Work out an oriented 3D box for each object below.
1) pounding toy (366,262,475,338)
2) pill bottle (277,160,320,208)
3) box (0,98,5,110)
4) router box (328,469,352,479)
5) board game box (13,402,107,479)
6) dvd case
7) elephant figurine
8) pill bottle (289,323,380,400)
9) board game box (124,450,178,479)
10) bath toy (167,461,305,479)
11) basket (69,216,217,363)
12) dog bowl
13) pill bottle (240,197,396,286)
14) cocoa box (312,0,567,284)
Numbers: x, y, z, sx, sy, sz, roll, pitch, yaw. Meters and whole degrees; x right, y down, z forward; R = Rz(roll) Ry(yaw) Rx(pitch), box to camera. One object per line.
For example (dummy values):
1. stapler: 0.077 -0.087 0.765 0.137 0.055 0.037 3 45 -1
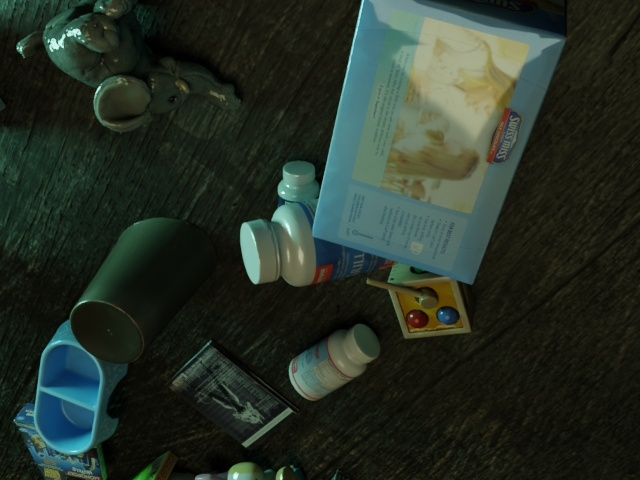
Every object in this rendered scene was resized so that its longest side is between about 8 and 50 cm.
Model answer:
1. pounding toy: 0.161 0.084 1.236 0.130 0.100 0.141 -9 119 22
2. pill bottle: -0.034 -0.060 1.226 0.067 0.067 0.120 9 124 12
3. box: -0.620 -0.245 1.255 0.091 0.130 0.171 -21 113 29
4. router box: 0.018 0.534 1.558 0.038 0.122 0.092 28 127 -6
5. board game box: -0.561 0.466 1.737 0.194 0.060 0.194 9 124 12
6. dvd case: -0.174 0.307 1.537 0.221 0.018 0.164 41 123 -9
7. elephant figurine: -0.271 -0.241 1.144 0.186 0.169 0.239 13 148 44
8. pill bottle: 0.026 0.210 1.369 0.087 0.087 0.160 44 123 -13
9. board game box: -0.416 0.559 1.710 0.259 0.124 0.039 -35 107 32
10. bath toy: -0.205 0.533 1.626 0.348 0.129 0.151 -12 118 25
11. basket: -0.305 0.085 1.308 0.204 0.227 0.154 -12 117 25
12. dog bowl: -0.484 0.300 1.562 0.165 0.074 0.297 19 114 8
13. pill bottle: 0.000 0.000 1.158 0.221 0.124 0.124 -12 125 -19
14. cocoa box: 0.148 -0.163 1.003 0.231 0.228 0.347 17 125 6
